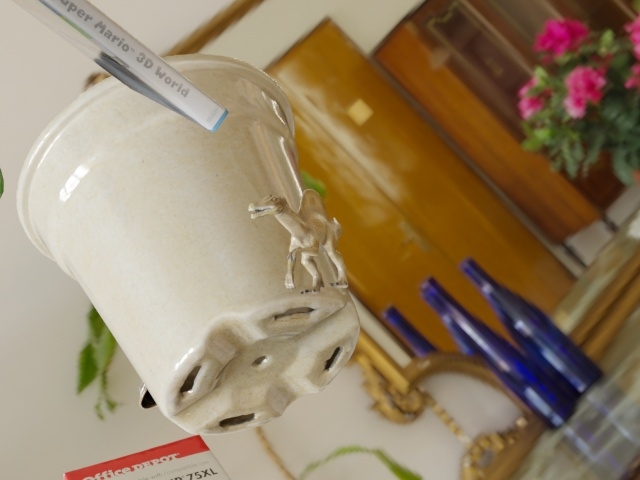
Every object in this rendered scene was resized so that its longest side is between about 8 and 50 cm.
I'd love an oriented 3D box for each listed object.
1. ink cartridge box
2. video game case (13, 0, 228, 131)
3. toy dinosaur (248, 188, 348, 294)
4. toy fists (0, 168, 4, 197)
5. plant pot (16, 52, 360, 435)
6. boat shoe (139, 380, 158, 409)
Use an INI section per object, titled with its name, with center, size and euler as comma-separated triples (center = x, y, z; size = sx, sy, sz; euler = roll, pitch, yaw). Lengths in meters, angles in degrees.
[ink cartridge box]
center = -0.135, 0.252, 1.035
size = 0.134, 0.231, 0.078
euler = -12, -52, -30
[video game case]
center = -0.130, -0.114, 0.579
size = 0.015, 0.166, 0.119
euler = -55, 35, -2
[toy dinosaur]
center = 0.000, 0.000, 1.101
size = 0.053, 0.092, 0.183
euler = -9, -10, 24
[toy fists]
center = -0.217, -0.057, 0.559
size = 0.096, 0.142, 0.279
euler = -42, 13, -11
[plant pot]
center = -0.118, 0.026, 1.301
size = 0.334, 0.305, 0.334
euler = -21, -34, -15
[boat shoe]
center = -0.177, 0.170, 1.590
size = 0.183, 0.066, 0.066
euler = -44, 18, 38
